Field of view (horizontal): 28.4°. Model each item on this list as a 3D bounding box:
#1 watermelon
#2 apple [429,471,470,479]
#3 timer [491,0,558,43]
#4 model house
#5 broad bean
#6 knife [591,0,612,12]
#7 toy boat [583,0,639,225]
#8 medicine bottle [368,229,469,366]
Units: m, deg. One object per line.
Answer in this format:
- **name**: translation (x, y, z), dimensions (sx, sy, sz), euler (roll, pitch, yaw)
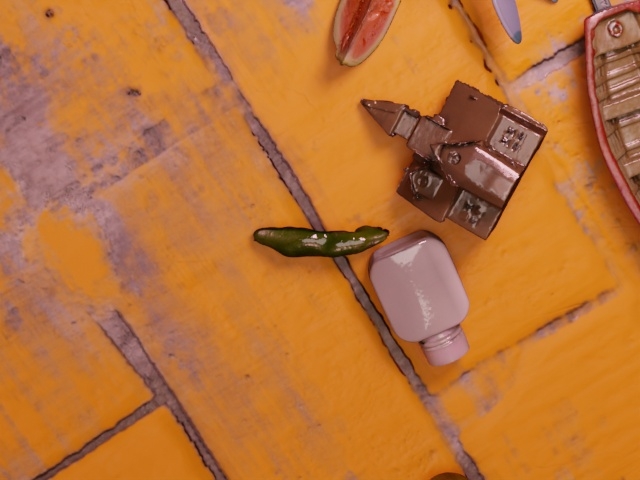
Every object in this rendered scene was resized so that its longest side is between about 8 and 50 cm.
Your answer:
- **watermelon**: translation (0.055, -0.316, 1.706), dimensions (0.069, 0.087, 0.163), euler (28, 100, 23)
- **apple**: translation (0.192, 0.387, 1.867), dimensions (0.089, 0.074, 0.090), euler (1, 88, -17)
- **timer**: translation (0.216, -0.409, 1.666), dimensions (0.175, 0.175, 0.255), euler (-13, 132, 1)
- **model house**: translation (0.158, -0.131, 1.717), dimensions (0.248, 0.176, 0.181), euler (28, 101, 8)
- **broad bean**: translation (0.003, 0.001, 1.776), dimensions (0.195, 0.061, 0.046), euler (-3, 101, -2)
- **knife**: translation (0.372, -0.362, 1.732), dimensions (0.028, 0.015, 0.210), euler (-24, 103, -3)
- **toy boat**: translation (0.451, -0.137, 1.749), dimensions (0.136, 0.079, 0.392), euler (-19, 105, 0)
- **medicine bottle**: translation (0.148, 0.085, 1.798), dimensions (0.119, 0.069, 0.183), euler (-25, 101, 2)
